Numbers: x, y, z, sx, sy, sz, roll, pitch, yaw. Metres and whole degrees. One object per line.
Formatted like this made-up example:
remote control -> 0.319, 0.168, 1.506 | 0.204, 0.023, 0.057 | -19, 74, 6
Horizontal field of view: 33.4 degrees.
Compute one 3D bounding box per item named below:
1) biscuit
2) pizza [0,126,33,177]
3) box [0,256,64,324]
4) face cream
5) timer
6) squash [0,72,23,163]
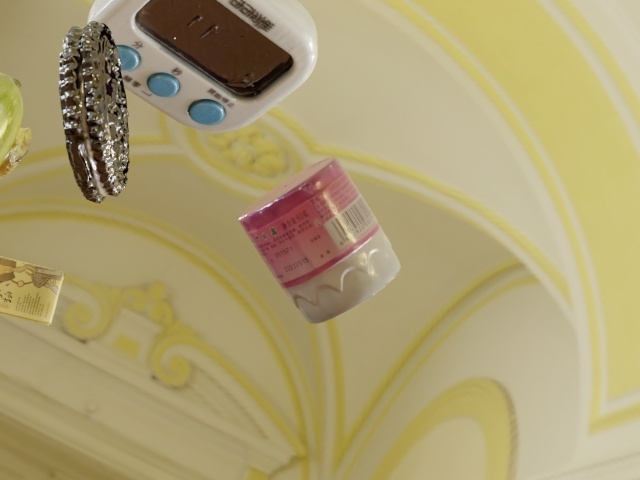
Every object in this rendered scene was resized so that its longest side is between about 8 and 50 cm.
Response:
biscuit -> -0.238, -0.135, 1.134 | 0.053, 0.194, 0.194 | -5, -29, -2
pizza -> -0.466, -0.120, 1.541 | 0.036, 0.099, 0.160 | 42, -32, -27
box -> -0.412, 0.057, 1.373 | 0.149, 0.073, 0.020 | 14, -18, -13
face cream -> 0.000, 0.000, 1.567 | 0.175, 0.175, 0.194 | -21, -76, 54
timer -> -0.147, -0.256, 1.345 | 0.237, 0.087, 0.262 | -34, -49, 31
squash -> -0.445, -0.136, 1.350 | 0.123, 0.186, 0.123 | 30, -14, 8
